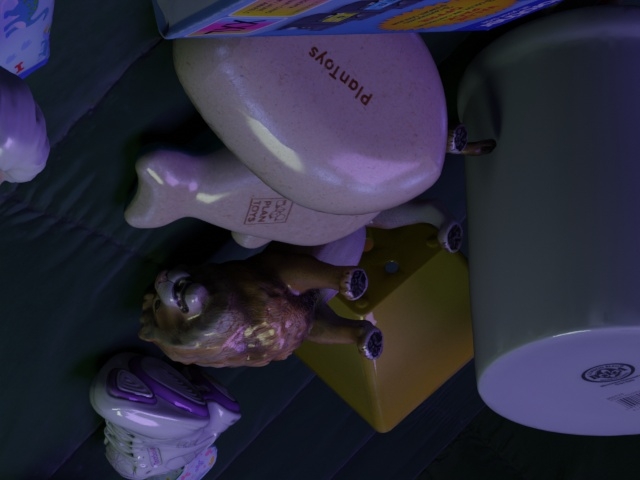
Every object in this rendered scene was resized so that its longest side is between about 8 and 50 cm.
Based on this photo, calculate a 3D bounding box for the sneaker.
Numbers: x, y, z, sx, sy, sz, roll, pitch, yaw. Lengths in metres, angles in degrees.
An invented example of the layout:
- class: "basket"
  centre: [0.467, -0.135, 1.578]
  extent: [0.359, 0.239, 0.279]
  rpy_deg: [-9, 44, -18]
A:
- class: "sneaker"
  centre: [-0.189, 0.214, 1.735]
  extent: [0.152, 0.114, 0.305]
  rpy_deg: [-48, 160, 3]

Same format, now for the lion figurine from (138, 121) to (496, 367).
- class: "lion figurine"
  centre: [0.000, 0.000, 1.628]
  extent: [0.392, 0.240, 0.142]
  rpy_deg: [-45, 127, -35]

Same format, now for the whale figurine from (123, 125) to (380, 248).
- class: "whale figurine"
  centre: [-0.056, -0.082, 1.452]
  extent: [0.272, 0.141, 0.216]
  rpy_deg: [-8, 146, -21]

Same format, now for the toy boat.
- class: "toy boat"
  centre: [0.030, -0.178, 1.318]
  extent: [0.318, 0.267, 0.148]
  rpy_deg: [-52, -157, -17]

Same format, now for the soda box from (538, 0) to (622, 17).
- class: "soda box"
  centre: [0.296, -0.298, 1.775]
  extent: [0.181, 0.058, 0.061]
  rpy_deg: [-16, 145, -54]

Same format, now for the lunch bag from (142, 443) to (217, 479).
- class: "lunch bag"
  centre: [-0.180, 0.288, 1.990]
  extent: [0.083, 0.053, 0.071]
  rpy_deg: [-44, 160, 25]

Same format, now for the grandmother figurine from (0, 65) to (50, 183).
- class: "grandmother figurine"
  centre: [-0.308, -0.006, 0.965]
  extent: [0.342, 0.104, 0.208]
  rpy_deg: [-29, 174, 21]

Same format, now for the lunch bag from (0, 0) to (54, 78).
- class: "lunch bag"
  centre: [-0.246, -0.144, 0.971]
  extent: [0.151, 0.096, 0.128]
  rpy_deg: [-41, 161, -34]

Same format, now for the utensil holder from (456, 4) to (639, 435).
- class: "utensil holder"
  centre: [0.318, -0.014, 1.728]
  extent: [0.328, 0.385, 0.327]
  rpy_deg: [2, 151, 1]

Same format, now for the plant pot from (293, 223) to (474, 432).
- class: "plant pot"
  centre: [0.068, 0.058, 1.830]
  extent: [0.212, 0.212, 0.187]
  rpy_deg: [-39, 147, -15]

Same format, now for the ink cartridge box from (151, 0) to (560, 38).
- class: "ink cartridge box"
  centre: [0.104, -0.248, 1.089]
  extent: [0.396, 0.151, 0.270]
  rpy_deg: [-10, 177, -39]
